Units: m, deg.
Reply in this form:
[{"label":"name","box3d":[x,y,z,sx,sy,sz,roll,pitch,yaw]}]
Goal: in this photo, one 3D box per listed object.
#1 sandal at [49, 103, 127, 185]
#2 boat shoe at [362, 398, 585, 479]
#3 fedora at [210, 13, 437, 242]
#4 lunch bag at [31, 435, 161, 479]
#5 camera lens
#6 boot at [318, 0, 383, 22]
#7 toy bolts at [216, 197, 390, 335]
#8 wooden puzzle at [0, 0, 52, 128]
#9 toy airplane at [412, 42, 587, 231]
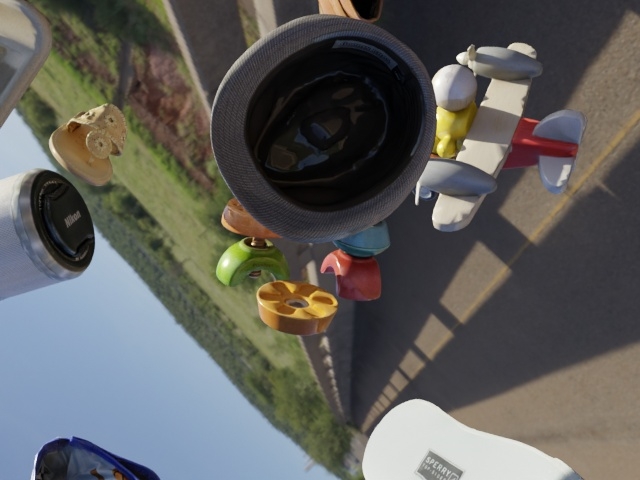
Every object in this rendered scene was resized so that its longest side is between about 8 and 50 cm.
[{"label":"sandal","box3d":[-0.303,-0.156,0.905,0.088,0.079,0.240,32,-167,-24]},{"label":"boat shoe","box3d":[0.123,0.199,0.439,0.105,0.113,0.306,39,168,-13]},{"label":"fedora","box3d":[0.000,-0.129,0.790,0.243,0.275,0.124,49,170,-10]},{"label":"lunch bag","box3d":[-0.354,0.549,1.075,0.385,0.239,0.327,39,128,33]},{"label":"camera lens","box3d":[-0.594,-0.004,1.269,0.219,0.275,0.219,-16,-90,-81]},{"label":"boot","box3d":[0.018,-0.449,1.011,0.220,0.109,0.283,-128,26,-74]},{"label":"toy bolts","box3d":[0.000,0.000,0.865,0.218,0.229,0.158,45,130,55]},{"label":"wooden puzzle","box3d":[-0.327,-0.093,0.467,0.221,0.238,0.044,27,177,20]},{"label":"toy airplane","box3d":[0.312,-0.221,1.280,0.272,0.385,0.386,53,-171,-36]}]
